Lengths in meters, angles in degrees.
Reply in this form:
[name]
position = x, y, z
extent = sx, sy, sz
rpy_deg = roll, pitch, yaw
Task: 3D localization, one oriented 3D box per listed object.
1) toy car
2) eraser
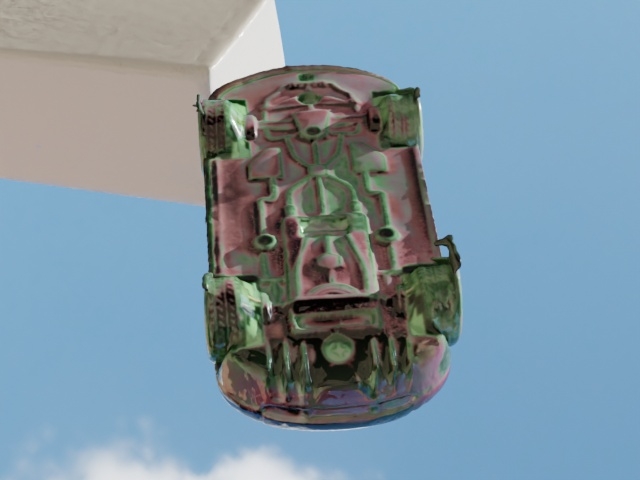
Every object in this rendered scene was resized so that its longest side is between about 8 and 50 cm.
[toy car]
position = 0.000, 0.000, 0.515
extent = 0.069, 0.055, 0.142
rpy_deg = -4, -141, -2
[eraser]
position = -0.167, -0.083, 0.864
extent = 0.298, 0.076, 0.078
rpy_deg = 8, -141, 20
